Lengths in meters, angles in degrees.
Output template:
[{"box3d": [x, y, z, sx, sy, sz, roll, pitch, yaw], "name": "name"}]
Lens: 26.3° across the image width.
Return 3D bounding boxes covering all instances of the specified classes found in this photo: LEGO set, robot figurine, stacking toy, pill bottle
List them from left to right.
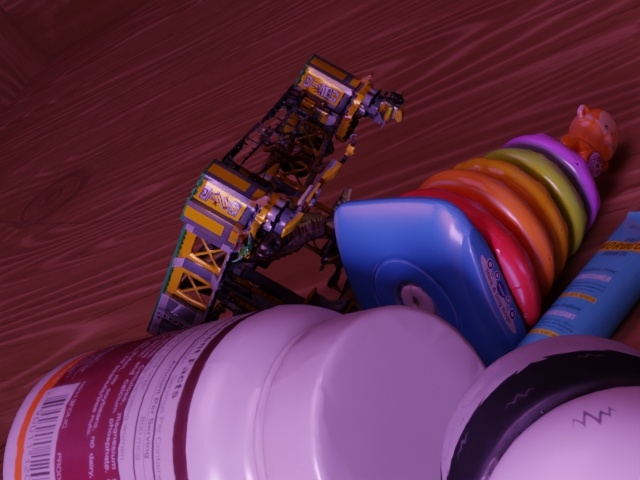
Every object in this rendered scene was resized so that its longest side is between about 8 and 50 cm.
[{"box3d": [-0.061, 0.171, 1.074, 0.392, 0.224, 0.224, -15, 34, 47], "name": "pill bottle"}, {"box3d": [0.000, 0.000, 1.264, 0.255, 0.192, 0.331, -64, -7, 31], "name": "LEGO set"}, {"box3d": [0.176, -0.027, 1.190, 0.302, 0.175, 0.166, -39, 24, -33], "name": "stacking toy"}, {"box3d": [0.160, 0.152, 0.782, 0.278, 0.173, 0.209, -104, 38, -84], "name": "robot figurine"}]

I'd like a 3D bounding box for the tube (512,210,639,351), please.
[{"box3d": [0.223, 0.045, 1.085, 0.080, 0.052, 0.207, 7, 46, 50], "name": "tube"}]
